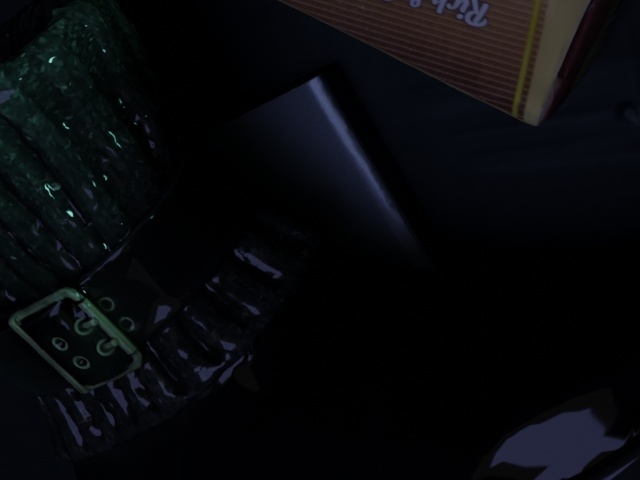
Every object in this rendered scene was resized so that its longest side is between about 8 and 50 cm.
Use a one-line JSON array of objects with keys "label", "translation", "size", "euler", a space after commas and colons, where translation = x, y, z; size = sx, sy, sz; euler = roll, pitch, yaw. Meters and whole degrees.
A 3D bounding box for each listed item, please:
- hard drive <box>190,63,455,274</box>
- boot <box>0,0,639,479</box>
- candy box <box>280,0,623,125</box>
[{"label": "hard drive", "translation": [0.000, 0.000, 0.763], "size": [0.094, 0.022, 0.135], "euler": [-24, 103, 33]}, {"label": "boot", "translation": [-0.019, 0.008, 0.681], "size": [0.348, 0.131, 0.260], "euler": [-18, 106, 32]}, {"label": "candy box", "translation": [-0.016, -0.196, 0.631], "size": [0.316, 0.087, 0.183], "euler": [27, 123, 10]}]
